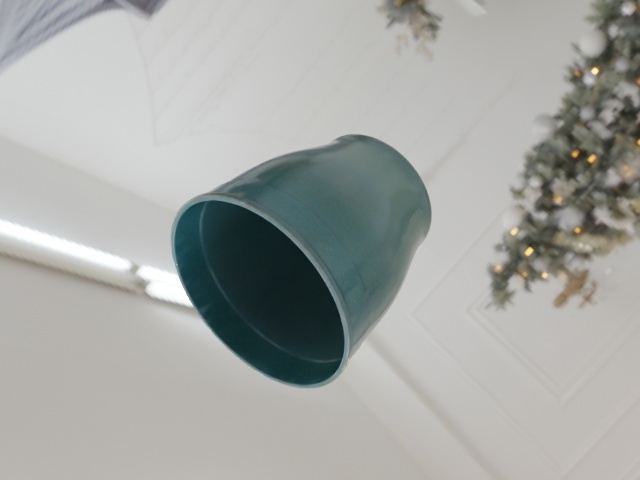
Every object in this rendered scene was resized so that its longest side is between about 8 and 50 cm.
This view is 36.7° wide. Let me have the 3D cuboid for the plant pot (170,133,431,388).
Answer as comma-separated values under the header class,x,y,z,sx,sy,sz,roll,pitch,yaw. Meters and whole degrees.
class,x,y,z,sx,sy,sz,roll,pitch,yaw
plant pot,0.000,0.000,1.205,0.272,0.271,0.255,42,-128,10
